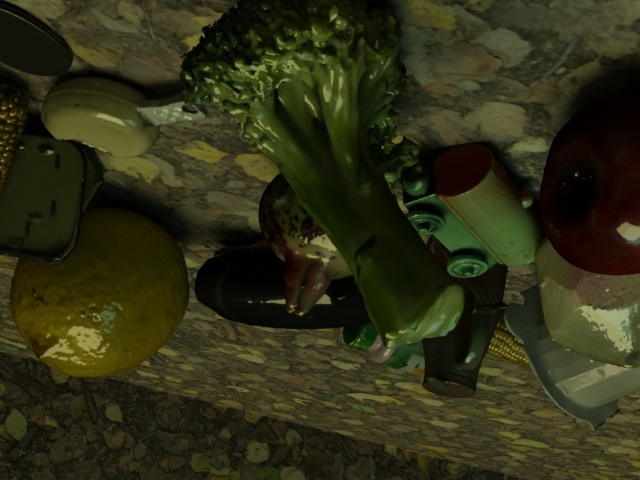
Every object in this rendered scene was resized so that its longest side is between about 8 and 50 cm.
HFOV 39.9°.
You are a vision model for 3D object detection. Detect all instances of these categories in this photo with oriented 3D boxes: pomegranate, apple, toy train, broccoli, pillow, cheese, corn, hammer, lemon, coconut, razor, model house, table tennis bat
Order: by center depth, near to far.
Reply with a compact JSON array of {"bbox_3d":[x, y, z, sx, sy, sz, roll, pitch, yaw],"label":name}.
[{"bbox_3d":[0.006,-0.102,0.940,0.353,0.397,0.275,27,129,-21],"label":"broccoli"},{"bbox_3d":[0.376,-0.067,1.035,0.233,0.234,0.234,10,157,4],"label":"apple"},{"bbox_3d":[-0.443,-0.288,1.169,0.138,0.022,0.246,-9,151,40],"label":"table tennis bat"},{"bbox_3d":[-0.288,-0.187,1.258,0.163,0.071,0.248,27,153,-34],"label":"cheese"},{"bbox_3d":[0.422,0.069,1.267,0.227,0.231,0.227,0,151,0],"label":"coconut"},{"bbox_3d":[0.232,-0.041,1.311,0.177,0.116,0.285,-17,145,27],"label":"toy train"},{"bbox_3d":[0.000,0.000,1.326,0.214,0.248,0.214,14,163,5],"label":"pomegranate"},{"bbox_3d":[-0.527,-0.101,1.334,0.101,0.313,0.102,24,-165,-7],"label":"corn"},{"bbox_3d":[0.225,0.046,1.426,0.062,0.199,0.013,-6,134,-29],"label":"hammer"},{"bbox_3d":[-0.456,-0.084,1.509,0.218,0.205,0.278,10,-173,8],"label":"model house"},{"bbox_3d":[-0.405,0.092,1.637,0.335,0.336,0.336,10,157,4],"label":"lemon"},{"bbox_3d":[-0.057,0.101,1.653,0.348,0.114,0.204,1,161,23],"label":"razor"},{"bbox_3d":[-0.094,0.032,1.705,0.232,0.043,0.126,-10,152,42],"label":"pillow"},{"bbox_3d":[0.402,0.199,1.780,0.305,0.106,0.106,20,156,-8],"label":"corn"}]

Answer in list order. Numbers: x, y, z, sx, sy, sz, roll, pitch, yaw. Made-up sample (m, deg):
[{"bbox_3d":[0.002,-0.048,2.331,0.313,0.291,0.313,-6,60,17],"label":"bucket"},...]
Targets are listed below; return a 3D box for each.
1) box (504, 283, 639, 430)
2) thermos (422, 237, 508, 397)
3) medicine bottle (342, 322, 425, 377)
[{"bbox_3d":[0.484,0.144,1.484,0.291,0.262,0.206,33,138,-22],"label":"box"},{"bbox_3d":[0.237,0.129,1.482,0.145,0.265,0.176,16,155,-9],"label":"thermos"},{"bbox_3d":[0.187,0.212,1.869,0.274,0.134,0.133,22,155,-19],"label":"medicine bottle"}]
